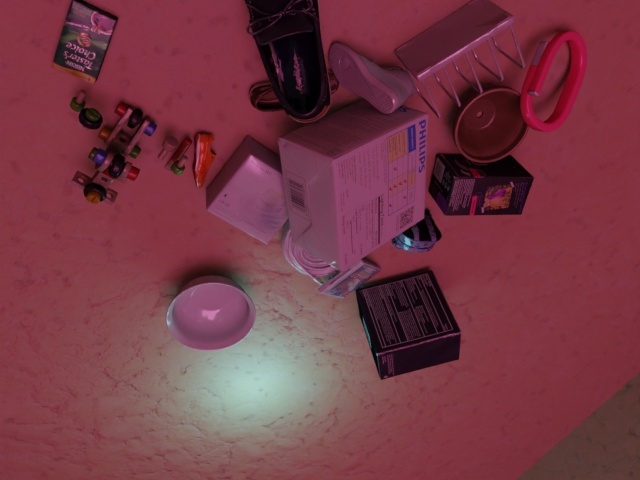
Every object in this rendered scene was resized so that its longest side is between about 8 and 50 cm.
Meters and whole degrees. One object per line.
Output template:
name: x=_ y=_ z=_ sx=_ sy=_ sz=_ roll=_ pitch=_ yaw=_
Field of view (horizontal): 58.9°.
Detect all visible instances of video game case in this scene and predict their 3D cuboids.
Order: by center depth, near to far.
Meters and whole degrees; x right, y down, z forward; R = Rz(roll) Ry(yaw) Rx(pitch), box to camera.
video game case: x=0.105 y=0.136 z=1.972 sx=0.183 sy=0.023 sz=0.201 roll=-37 pitch=157 yaw=14

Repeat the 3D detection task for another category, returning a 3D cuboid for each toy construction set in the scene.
toy construction set: x=-0.540 y=-0.216 z=1.571 sx=0.308 sy=0.258 sz=0.237 roll=5 pitch=145 yaw=-42

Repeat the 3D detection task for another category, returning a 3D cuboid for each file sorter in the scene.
file sorter: x=0.383 y=-0.495 z=1.558 sx=0.277 sy=0.193 sz=0.173 roll=-30 pitch=128 yaw=9

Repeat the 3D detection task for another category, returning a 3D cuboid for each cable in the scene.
cable: x=0.000 y=0.000 z=1.880 sx=0.257 sy=0.089 sz=0.257 roll=34 pitch=111 yaw=-29

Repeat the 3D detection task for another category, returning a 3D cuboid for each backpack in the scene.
backpack: x=0.314 y=-0.018 z=1.881 sx=0.158 sy=0.173 sz=0.117 roll=2 pitch=124 yaw=-15

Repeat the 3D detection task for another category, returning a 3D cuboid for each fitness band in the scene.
fitness band: x=0.685 y=-0.463 z=1.656 sx=0.209 sy=0.054 sz=0.291 roll=18 pitch=95 yaw=-38

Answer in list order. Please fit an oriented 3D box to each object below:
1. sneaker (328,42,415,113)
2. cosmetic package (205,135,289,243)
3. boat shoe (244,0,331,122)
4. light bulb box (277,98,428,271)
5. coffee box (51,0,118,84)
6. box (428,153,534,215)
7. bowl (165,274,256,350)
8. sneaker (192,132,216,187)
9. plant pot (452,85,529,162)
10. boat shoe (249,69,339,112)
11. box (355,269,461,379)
sneaker: x=0.146 y=-0.463 z=1.574 sx=0.256 sy=0.151 sz=0.094 roll=45 pitch=140 yaw=10
cosmetic package: x=-0.190 y=-0.149 z=1.706 sx=0.224 sy=0.138 sz=0.225 roll=30 pitch=112 yaw=-28
boat shoe: x=-0.085 y=-0.534 z=1.399 sx=0.186 sy=0.156 sz=0.501 roll=-13 pitch=108 yaw=7
light bulb box: x=0.103 y=-0.170 z=1.611 sx=0.361 sy=0.225 sz=0.358 roll=-30 pitch=132 yaw=-31
coffee box: x=-0.595 y=-0.500 z=1.432 sx=0.113 sy=0.040 sz=0.184 roll=21 pitch=117 yaw=-25
box: x=0.508 y=-0.180 z=1.816 sx=0.270 sy=0.165 sz=0.143 roll=-1 pitch=124 yaw=-12
bowl: x=-0.370 y=0.222 z=1.925 sx=0.297 sy=0.134 sz=0.298 roll=-5 pitch=125 yaw=-8
sneaker: x=-0.340 y=-0.229 z=1.664 sx=0.067 sy=0.064 sz=0.175 roll=-1 pitch=128 yaw=-23
plant pot: x=0.502 y=-0.365 z=1.721 sx=0.237 sy=0.110 sz=0.238 roll=-6 pitch=126 yaw=-9
boat shoe: x=-0.067 y=-0.405 z=1.578 sx=0.257 sy=0.095 sz=0.095 roll=-15 pitch=126 yaw=-2
box: x=0.307 y=0.297 z=2.012 sx=0.293 sy=0.296 sz=0.183 roll=-14 pitch=135 yaw=-2
